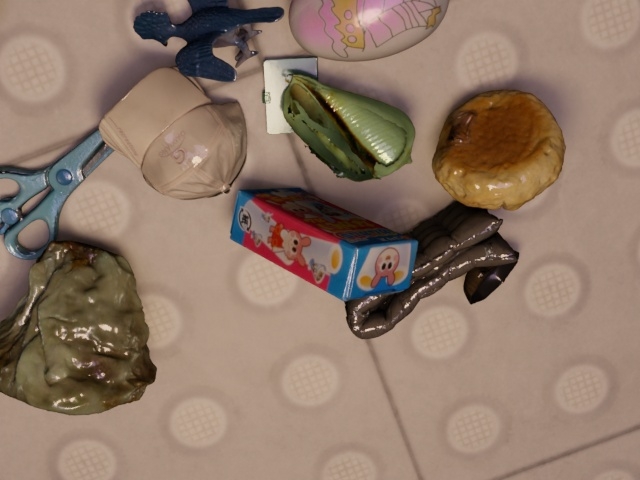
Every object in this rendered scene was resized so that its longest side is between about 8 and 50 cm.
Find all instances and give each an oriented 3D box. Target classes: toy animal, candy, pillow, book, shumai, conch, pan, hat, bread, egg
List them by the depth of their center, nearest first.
[{"bbox_3d":[0.080,-0.395,1.550,0.271,0.196,0.196,-17,111,-7],"label":"egg"},{"bbox_3d":[-0.182,-0.352,1.559,0.176,0.239,0.255,21,152,-41],"label":"toy animal"},{"bbox_3d":[-0.245,-0.174,1.603,0.219,0.164,0.226,-42,153,9],"label":"hat"},{"bbox_3d":[0.000,-0.001,1.608,0.157,0.306,0.100,-4,114,-44],"label":"candy"},{"bbox_3d":[0.047,-0.186,1.641,0.251,0.137,0.143,14,106,-19],"label":"conch"},{"bbox_3d":[-0.433,0.136,1.642,0.309,0.304,0.263,6,98,-10],"label":"shumai"},{"bbox_3d":[0.312,-0.148,1.657,0.244,0.244,0.134,-21,144,1],"label":"bread"},{"bbox_3d":[-0.053,-0.259,1.677,0.103,0.017,0.135,-5,111,-7],"label":"book"},{"bbox_3d":[0.183,0.044,1.699,0.326,0.228,0.101,-30,102,6],"label":"pillow"},{"bbox_3d":[0.316,0.047,1.756,0.128,0.202,0.048,-42,70,-12],"label":"pan"}]

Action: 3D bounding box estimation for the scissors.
[{"bbox_3d":[-0.465,-0.117,1.672,0.393,0.032,0.180,-39,109,9],"label":"scissors"}]
